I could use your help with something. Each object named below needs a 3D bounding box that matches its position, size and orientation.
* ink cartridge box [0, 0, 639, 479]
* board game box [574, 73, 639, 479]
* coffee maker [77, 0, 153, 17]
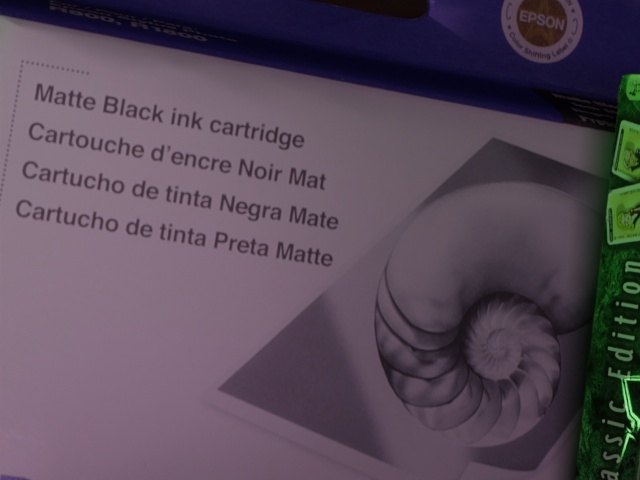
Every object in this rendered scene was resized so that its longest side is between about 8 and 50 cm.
[{"bbox_3d":[0.000,0.000,0.427,0.223,0.045,0.224,8,88,-13],"label":"ink cartridge box"},{"bbox_3d":[0.134,0.085,0.441,0.136,0.030,0.260,6,92,-35],"label":"board game box"},{"bbox_3d":[-0.156,-0.051,0.478,0.178,0.120,0.171,-43,93,-9],"label":"coffee maker"}]
